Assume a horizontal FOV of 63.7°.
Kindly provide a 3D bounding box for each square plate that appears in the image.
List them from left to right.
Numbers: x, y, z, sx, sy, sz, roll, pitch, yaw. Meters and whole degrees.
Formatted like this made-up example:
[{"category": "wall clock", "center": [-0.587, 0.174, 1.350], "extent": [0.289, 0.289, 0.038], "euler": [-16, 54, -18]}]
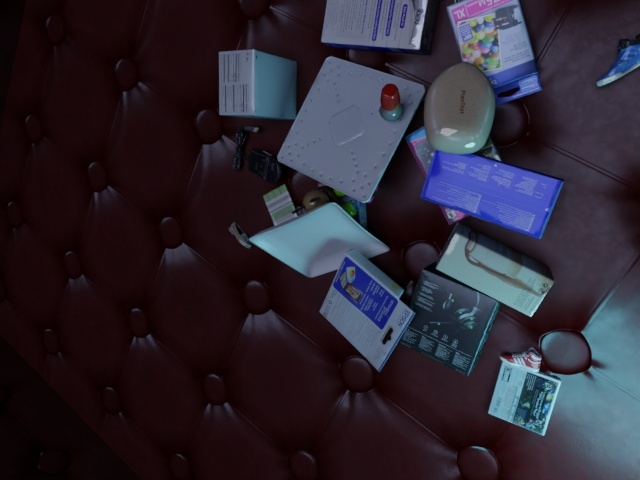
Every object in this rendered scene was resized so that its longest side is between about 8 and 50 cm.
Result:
[{"category": "square plate", "center": [0.000, 0.000, 1.721], "extent": [0.347, 0.344, 0.049], "euler": [-22, 52, 30]}]

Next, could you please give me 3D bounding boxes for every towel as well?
[{"category": "towel", "center": [-0.144, -0.121, 1.924], "extent": [0.113, 0.023, 0.152], "euler": [-24, 85, 27]}]

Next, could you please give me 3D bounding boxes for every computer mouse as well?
[{"category": "computer mouse", "center": [-0.220, -0.325, 1.910], "extent": [0.262, 0.060, 0.184], "euler": [22, 113, 36]}]

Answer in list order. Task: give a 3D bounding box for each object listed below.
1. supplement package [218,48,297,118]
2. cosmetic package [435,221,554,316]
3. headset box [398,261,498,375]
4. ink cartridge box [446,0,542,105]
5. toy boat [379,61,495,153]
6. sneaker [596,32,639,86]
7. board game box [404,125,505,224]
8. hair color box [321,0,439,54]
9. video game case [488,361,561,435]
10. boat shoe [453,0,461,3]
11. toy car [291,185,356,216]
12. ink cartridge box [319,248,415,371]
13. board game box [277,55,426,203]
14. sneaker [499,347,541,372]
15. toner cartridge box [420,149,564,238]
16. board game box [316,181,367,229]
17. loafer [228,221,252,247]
[{"category": "supplement package", "center": [-0.207, -0.520, 1.749], "extent": [0.145, 0.262, 0.204], "euler": [7, 102, 28]}, {"category": "cosmetic package", "center": [0.500, 0.078, 1.494], "extent": [0.296, 0.153, 0.129], "euler": [26, 111, 8]}, {"category": "headset box", "center": [0.409, 0.231, 1.613], "extent": [0.246, 0.131, 0.283], "euler": [22, 108, 24]}, {"category": "ink cartridge box", "center": [0.491, -0.541, 1.450], "extent": [0.186, 0.065, 0.311], "euler": [-15, 105, 27]}, {"category": "toy boat", "center": [0.321, -0.371, 1.438], "extent": [0.318, 0.148, 0.267], "euler": [11, 79, 11]}, {"category": "sneaker", "center": [0.778, -0.472, 1.334], "extent": [0.152, 0.058, 0.084], "euler": [-30, 89, 25]}, {"category": "board game box", "center": [0.425, -0.231, 1.549], "extent": [0.224, 0.097, 0.303], "euler": [-29, 84, 28]}, {"category": "hair color box", "center": [0.182, -0.689, 1.599], "extent": [0.339, 0.110, 0.185], "euler": [16, 104, 27]}, {"category": "video game case", "center": [0.630, 0.485, 1.598], "extent": [0.173, 0.022, 0.190], "euler": [17, 105, 26]}, {"category": "boat shoe", "center": [0.399, -0.752, 1.486], "extent": [0.070, 0.078, 0.219], "euler": [-7, 96, 28]}, {"category": "toy car", "center": [-0.004, -0.108, 1.678], "extent": [0.155, 0.188, 0.149], "euler": [-27, 80, 30]}, {"category": "ink cartridge box", "center": [0.157, 0.232, 1.726], "extent": [0.307, 0.072, 0.303], "euler": [41, 130, 23]}, {"category": "board game box", "center": [0.091, -0.359, 1.646], "extent": [0.390, 0.050, 0.390], "euler": [30, 94, 31]}, {"category": "sneaker", "center": [0.613, 0.353, 1.572], "extent": [0.118, 0.042, 0.067], "euler": [15, 109, 18]}, {"category": "toner cartridge box", "center": [0.473, -0.144, 1.442], "extent": [0.348, 0.075, 0.165], "euler": [23, 110, 23]}, {"category": "board game box", "center": [0.079, -0.147, 1.772], "extent": [0.194, 0.060, 0.194], "euler": [15, 103, 28]}, {"category": "loafer", "center": [-0.311, -0.022, 2.017], "extent": [0.125, 0.045, 0.039], "euler": [43, 109, 19]}]
